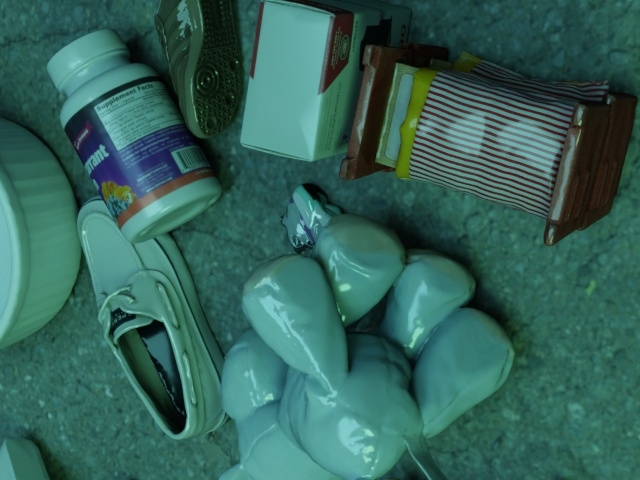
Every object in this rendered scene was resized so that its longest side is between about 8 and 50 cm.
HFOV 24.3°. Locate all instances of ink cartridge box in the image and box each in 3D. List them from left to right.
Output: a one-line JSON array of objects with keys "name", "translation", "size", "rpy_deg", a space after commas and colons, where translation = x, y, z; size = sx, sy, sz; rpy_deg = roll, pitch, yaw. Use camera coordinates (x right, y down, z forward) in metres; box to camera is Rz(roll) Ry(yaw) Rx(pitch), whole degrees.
[{"name": "ink cartridge box", "translation": [0.008, -0.146, 1.298], "size": [0.072, 0.175, 0.127], "rpy_deg": [15, 106, 23]}]

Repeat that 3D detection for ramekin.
[{"name": "ramekin", "translation": [-0.383, -0.005, 1.555], "size": [0.277, 0.135, 0.277], "rpy_deg": [6, 102, 28]}]

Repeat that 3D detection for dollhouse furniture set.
[{"name": "dollhouse furniture set", "translation": [0.162, -0.208, 1.216], "size": [0.201, 0.152, 0.374], "rpy_deg": [16, 106, 25]}]

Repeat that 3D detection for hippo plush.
[{"name": "hippo plush", "translation": [0.030, 0.145, 1.352], "size": [0.236, 0.234, 0.294], "rpy_deg": [-49, 56, 57]}]

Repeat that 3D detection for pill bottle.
[{"name": "pill bottle", "translation": [-0.187, -0.104, 1.447], "size": [0.108, 0.108, 0.193], "rpy_deg": [-34, 82, 29]}]

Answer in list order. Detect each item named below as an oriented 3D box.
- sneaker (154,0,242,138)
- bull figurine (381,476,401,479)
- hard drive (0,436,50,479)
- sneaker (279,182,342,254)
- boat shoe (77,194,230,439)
[{"name": "sneaker", "translation": [-0.122, -0.193, 1.433], "size": [0.071, 0.066, 0.188], "rpy_deg": [4, 96, 45]}, {"name": "bull figurine", "translation": [0.156, 0.316, 1.299], "size": [0.188, 0.101, 0.310], "rpy_deg": [-41, 50, 19]}, {"name": "hard drive", "translation": [-0.369, 0.420, 1.608], "size": [0.353, 0.047, 0.233], "rpy_deg": [-56, 42, 26]}, {"name": "sneaker", "translation": [0.000, 0.000, 1.408], "size": [0.098, 0.038, 0.069], "rpy_deg": [47, 118, 24]}, {"name": "boat shoe", "translation": [-0.180, 0.077, 1.486], "size": [0.096, 0.088, 0.267], "rpy_deg": [-26, 86, 29]}]
